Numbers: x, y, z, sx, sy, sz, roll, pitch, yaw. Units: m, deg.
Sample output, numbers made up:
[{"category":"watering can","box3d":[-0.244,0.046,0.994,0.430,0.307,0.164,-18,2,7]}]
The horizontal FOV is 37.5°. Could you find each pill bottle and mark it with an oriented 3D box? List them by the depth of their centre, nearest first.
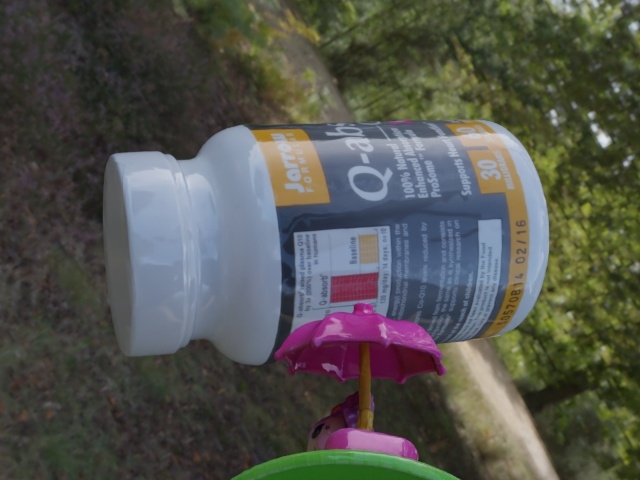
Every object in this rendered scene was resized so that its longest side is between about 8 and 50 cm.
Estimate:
[{"category":"pill bottle","box3d":[0.000,0.000,0.647,0.162,0.279,0.162,176,-90,-70]}]

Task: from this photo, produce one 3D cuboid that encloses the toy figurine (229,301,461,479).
[{"category":"toy figurine","box3d":[0.016,0.107,0.427,0.159,0.130,0.173,-80,180,-59]}]
